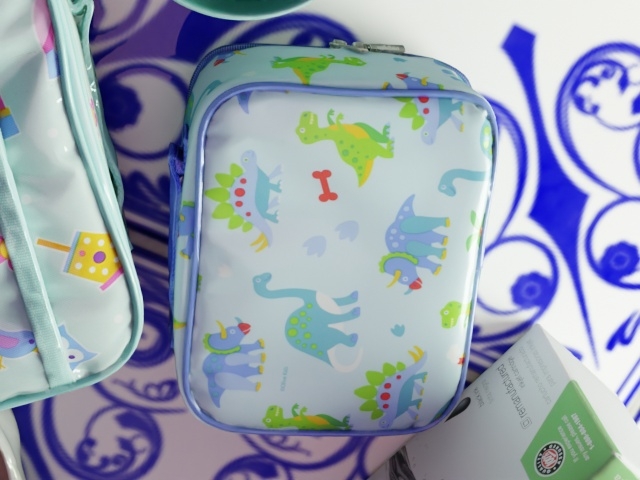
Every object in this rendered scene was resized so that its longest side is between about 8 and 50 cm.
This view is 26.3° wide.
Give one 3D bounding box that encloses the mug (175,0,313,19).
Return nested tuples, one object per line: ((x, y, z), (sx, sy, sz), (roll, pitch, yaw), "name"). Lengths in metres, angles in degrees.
((-0.034, -0.174, 0.677), (0.129, 0.097, 0.158), (-35, 116, 7), "mug")

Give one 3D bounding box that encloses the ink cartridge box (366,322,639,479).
((0.100, 0.182, 0.828), (0.219, 0.160, 0.092), (-44, 112, 11), "ink cartridge box")

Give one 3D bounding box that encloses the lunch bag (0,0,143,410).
((-0.211, -0.040, 0.704), (0.224, 0.108, 0.279), (-13, 116, -3), "lunch bag")

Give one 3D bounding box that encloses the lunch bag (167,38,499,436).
((0.000, 0.000, 0.767), (0.176, 0.090, 0.219), (1, 114, -10), "lunch bag")

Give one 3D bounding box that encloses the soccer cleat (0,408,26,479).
((-0.193, 0.180, 0.827), (0.068, 0.076, 0.196), (-13, 116, -3), "soccer cleat")
